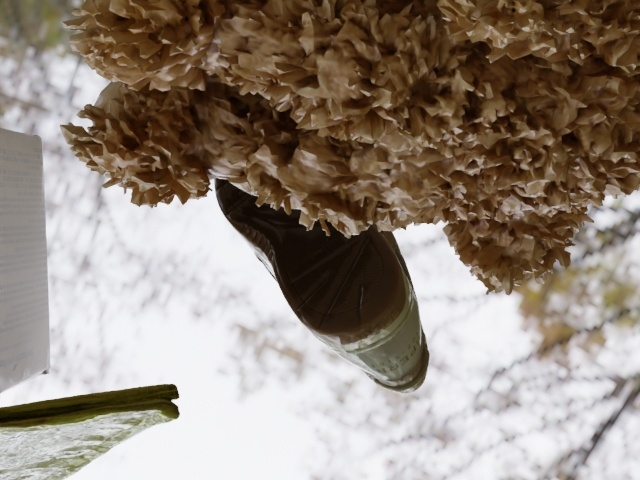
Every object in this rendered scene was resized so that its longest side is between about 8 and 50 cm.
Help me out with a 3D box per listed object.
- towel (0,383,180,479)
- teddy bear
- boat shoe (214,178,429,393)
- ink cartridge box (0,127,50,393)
[{"bbox_3d":[-0.163,0.118,0.994,0.102,0.237,0.021,-7,-106,-34],"label":"towel"},{"bbox_3d":[0.067,-0.050,0.751,0.338,0.245,0.113,11,-126,-20],"label":"teddy bear"},{"bbox_3d":[0.000,0.000,1.411,0.089,0.104,0.285,56,-173,-39],"label":"boat shoe"},{"bbox_3d":[-0.261,0.013,1.476,0.088,0.193,0.235,-1,180,1],"label":"ink cartridge box"}]
